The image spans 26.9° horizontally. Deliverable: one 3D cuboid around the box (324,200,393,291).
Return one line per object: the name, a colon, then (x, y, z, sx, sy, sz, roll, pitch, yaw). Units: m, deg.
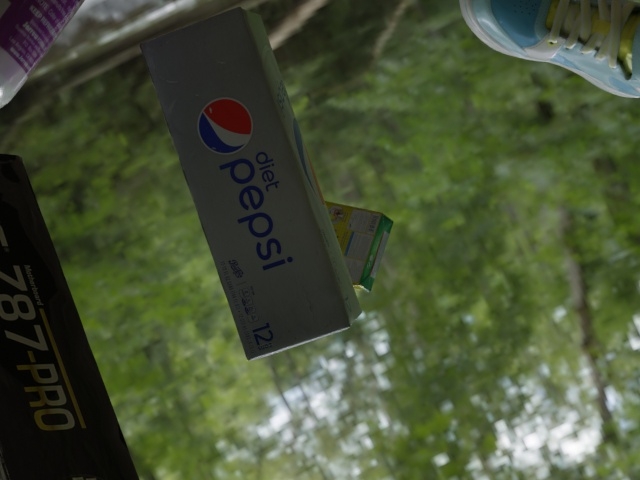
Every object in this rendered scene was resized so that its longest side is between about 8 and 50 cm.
box: (0.000, 0.000, 1.797, 0.179, 0.105, 0.043, 14, 169, 30)

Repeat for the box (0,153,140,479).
box: (-0.270, 0.182, 0.867, 0.097, 0.318, 0.395, 5, 139, -41)

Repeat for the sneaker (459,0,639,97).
sneaker: (0.330, -0.245, 1.529, 0.319, 0.127, 0.208, 14, -175, -29)

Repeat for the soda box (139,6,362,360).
soda box: (-0.056, -0.050, 1.154, 0.098, 0.286, 0.091, -19, -178, 9)

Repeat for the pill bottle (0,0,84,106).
pill bottle: (-0.232, -0.267, 1.042, 0.302, 0.169, 0.169, -56, -163, -8)
